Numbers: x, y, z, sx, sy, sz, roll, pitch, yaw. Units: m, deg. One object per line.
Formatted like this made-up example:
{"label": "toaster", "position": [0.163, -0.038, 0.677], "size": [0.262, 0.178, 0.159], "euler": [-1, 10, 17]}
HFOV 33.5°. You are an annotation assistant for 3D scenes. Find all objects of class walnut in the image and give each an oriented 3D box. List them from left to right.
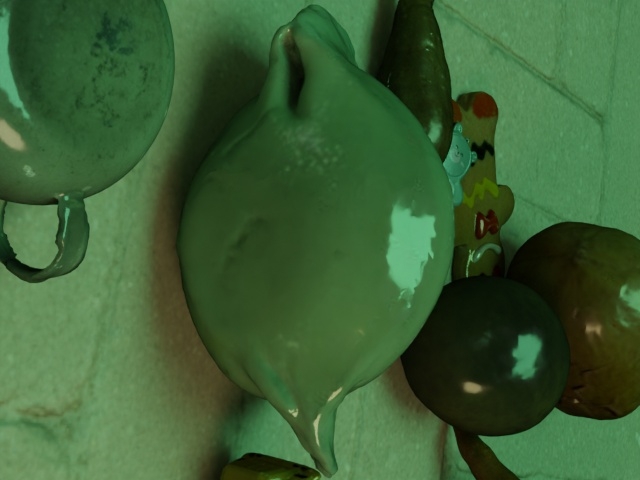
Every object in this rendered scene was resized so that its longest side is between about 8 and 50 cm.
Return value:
{"label": "walnut", "position": [0.322, 0.107, 1.257], "size": [0.203, 0.203, 0.298], "euler": [-58, 137, -33]}

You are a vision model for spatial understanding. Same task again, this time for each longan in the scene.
{"label": "longan", "position": [0.173, 0.120, 1.108], "size": [0.187, 0.167, 0.167], "euler": [3, 88, -26]}

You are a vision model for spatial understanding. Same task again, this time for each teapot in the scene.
{"label": "teapot", "position": [-0.190, -0.119, 0.690], "size": [0.193, 0.129, 0.294], "euler": [-5, 96, -51]}

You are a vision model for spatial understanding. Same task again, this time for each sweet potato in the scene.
{"label": "sweet potato", "position": [0.094, -0.128, 1.045], "size": [0.112, 0.085, 0.285], "euler": [109, -7, -69]}
{"label": "sweet potato", "position": [0.178, 0.238, 1.147], "size": [0.044, 0.044, 0.179], "euler": [2, 44, -51]}

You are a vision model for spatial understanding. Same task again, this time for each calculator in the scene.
{"label": "calculator", "position": [0.115, -0.063, 1.115], "size": [0.141, 0.019, 0.094], "euler": [-47, 116, -24]}

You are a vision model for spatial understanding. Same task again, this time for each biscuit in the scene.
{"label": "biscuit", "position": [0.175, -0.044, 1.203], "size": [0.165, 0.036, 0.250], "euler": [-19, 105, -48]}

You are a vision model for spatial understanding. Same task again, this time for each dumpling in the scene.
{"label": "dumpling", "position": [-0.012, -0.012, 0.864], "size": [0.212, 0.270, 0.320], "euler": [32, 88, -22]}

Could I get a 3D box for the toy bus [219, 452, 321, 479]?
{"label": "toy bus", "position": [-0.053, 0.349, 0.862], "size": [0.123, 0.121, 0.335], "euler": [-4, 93, -38]}
